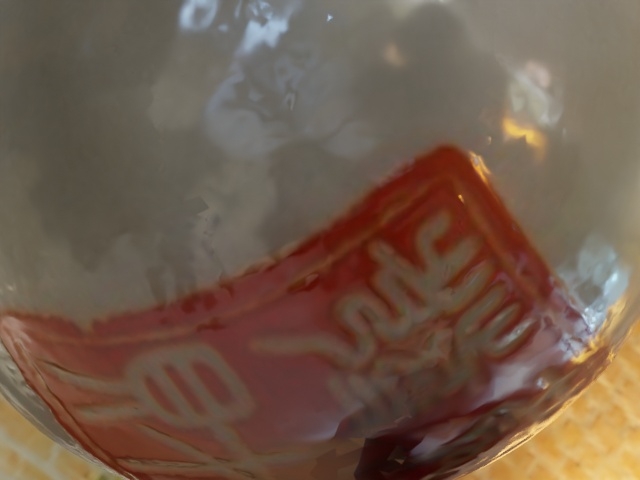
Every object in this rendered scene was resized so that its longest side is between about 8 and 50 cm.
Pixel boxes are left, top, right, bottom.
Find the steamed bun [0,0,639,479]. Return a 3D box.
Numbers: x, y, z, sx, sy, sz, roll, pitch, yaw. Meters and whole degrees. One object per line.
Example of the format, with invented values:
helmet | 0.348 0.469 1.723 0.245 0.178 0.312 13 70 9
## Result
steamed bun | 0.000 0.000 0.703 0.374 0.374 0.241 59 17 -60
